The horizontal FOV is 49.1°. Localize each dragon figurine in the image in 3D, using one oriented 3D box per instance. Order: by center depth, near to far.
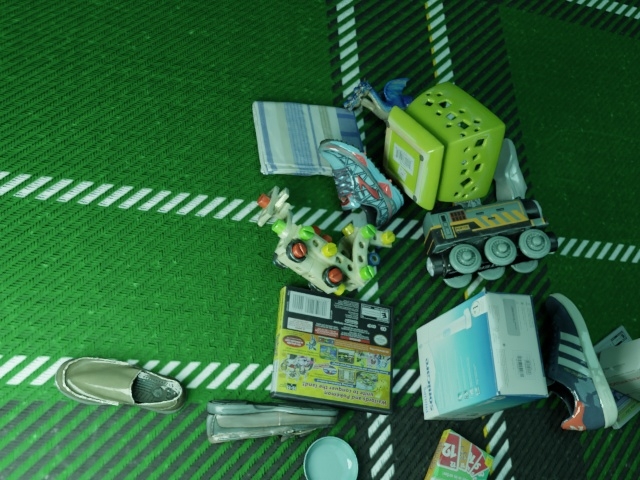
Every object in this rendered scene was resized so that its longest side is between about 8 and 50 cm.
[{"bbox_3d":[0.199,-0.374,1.851,0.289,0.085,0.144,-24,84,-31],"label":"dragon figurine"}]

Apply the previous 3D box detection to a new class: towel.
[{"bbox_3d":[-0.026,-0.249,1.743,0.285,0.034,0.209,-1,66,-25],"label":"towel"}]

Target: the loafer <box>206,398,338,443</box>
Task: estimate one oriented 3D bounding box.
[{"bbox_3d":[-0.098,0.369,1.415,0.268,0.096,0.084,6,85,-13],"label":"loafer"}]

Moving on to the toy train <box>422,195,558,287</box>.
[{"bbox_3d":[0.410,-0.006,1.723,0.334,0.142,0.190,-12,67,-6],"label":"toy train"}]

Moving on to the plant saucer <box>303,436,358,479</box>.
[{"bbox_3d":[0.019,0.467,1.447,0.119,0.021,0.119,8,65,-18],"label":"plant saucer"}]

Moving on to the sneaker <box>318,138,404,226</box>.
[{"bbox_3d":[0.085,-0.133,1.676,0.262,0.104,0.125,41,75,-17],"label":"sneaker"}]

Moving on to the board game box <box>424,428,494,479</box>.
[{"bbox_3d":[0.277,0.553,1.510,0.124,0.039,0.259,34,62,-5],"label":"board game box"}]

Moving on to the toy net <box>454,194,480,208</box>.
[{"bbox_3d":[0.443,-0.055,1.841,0.122,0.045,0.232,-31,81,-30],"label":"toy net"}]

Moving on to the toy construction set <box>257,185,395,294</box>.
[{"bbox_3d":[0.000,0.000,1.570,0.328,0.151,0.215,27,58,-9],"label":"toy construction set"}]

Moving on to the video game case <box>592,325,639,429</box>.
[{"bbox_3d":[0.768,0.349,1.808,0.212,0.023,0.193,-26,79,-30],"label":"video game case"}]

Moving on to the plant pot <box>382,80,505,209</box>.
[{"bbox_3d":[0.283,-0.223,1.718,0.207,0.227,0.228,-21,49,-22],"label":"plant pot"}]

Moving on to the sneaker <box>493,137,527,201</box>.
[{"bbox_3d":[0.525,-0.173,1.921,0.094,0.080,0.212,10,70,-31],"label":"sneaker"}]

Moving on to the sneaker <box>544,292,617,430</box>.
[{"bbox_3d":[0.587,0.293,1.708,0.148,0.131,0.350,-15,56,5],"label":"sneaker"}]

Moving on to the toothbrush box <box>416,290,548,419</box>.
[{"bbox_3d":[0.335,0.258,1.512,0.126,0.295,0.216,7,64,-21],"label":"toothbrush box"}]

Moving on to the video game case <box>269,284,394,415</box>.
[{"bbox_3d":[0.032,0.242,1.546,0.275,0.035,0.248,13,63,-18],"label":"video game case"}]

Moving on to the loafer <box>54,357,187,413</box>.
[{"bbox_3d":[-0.373,0.268,1.335,0.251,0.087,0.094,12,63,-17],"label":"loafer"}]

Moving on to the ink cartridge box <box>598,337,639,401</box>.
[{"bbox_3d":[0.822,0.335,1.729,0.218,0.158,0.092,24,61,-12],"label":"ink cartridge box"}]
